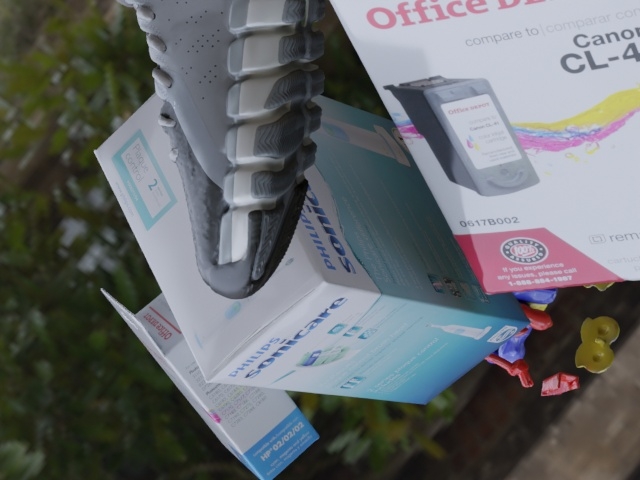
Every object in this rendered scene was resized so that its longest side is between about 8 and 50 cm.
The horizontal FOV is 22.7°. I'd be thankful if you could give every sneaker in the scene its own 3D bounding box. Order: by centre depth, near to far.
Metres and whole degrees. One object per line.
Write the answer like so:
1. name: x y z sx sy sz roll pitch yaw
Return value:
1. sneaker: -0.068 -0.093 0.738 0.132 0.229 0.086 9 -173 14

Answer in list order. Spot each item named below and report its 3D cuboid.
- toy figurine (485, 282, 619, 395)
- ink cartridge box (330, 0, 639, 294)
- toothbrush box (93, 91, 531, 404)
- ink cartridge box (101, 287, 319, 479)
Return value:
1. toy figurine: 0.196 0.004 1.753 0.191 0.362 0.217 9 161 -14
2. ink cartridge box: 0.170 -0.113 1.096 0.306 0.226 0.131 57 -141 -39
3. toothbrush box: 0.000 0.000 1.231 0.295 0.126 0.216 13 -138 -55
4. ink cartridge box: -0.088 0.097 1.270 0.181 0.061 0.104 54 168 -24
